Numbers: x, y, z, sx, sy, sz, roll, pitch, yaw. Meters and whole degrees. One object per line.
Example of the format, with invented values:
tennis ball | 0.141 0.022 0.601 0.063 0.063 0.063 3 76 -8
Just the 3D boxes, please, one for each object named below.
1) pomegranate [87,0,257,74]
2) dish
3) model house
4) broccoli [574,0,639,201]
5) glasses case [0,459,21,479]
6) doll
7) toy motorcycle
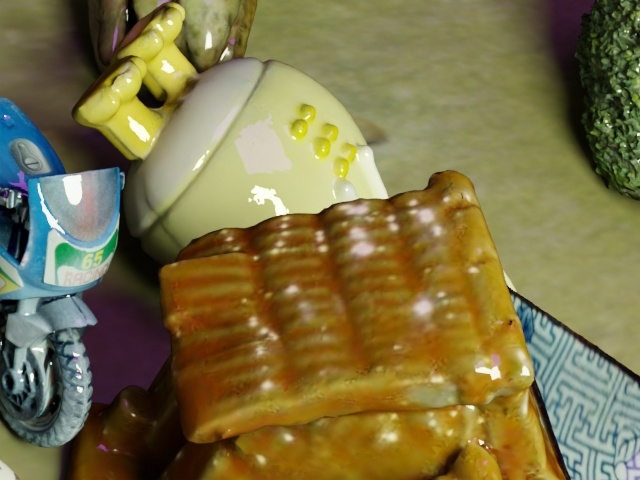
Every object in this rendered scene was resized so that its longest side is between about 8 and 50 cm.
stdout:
pomegranate | -0.073 -0.247 1.120 0.285 0.285 0.341 8 76 -32
dish | 0.142 0.158 0.945 0.182 0.080 0.243 33 29 -36
model house | 0.015 0.108 0.806 0.219 0.229 0.199 23 33 -15
broccoli | 0.330 -0.093 1.301 0.361 0.252 0.221 45 34 -31
glasses case | -0.236 0.078 0.767 0.266 0.067 0.103 31 39 -6
doll | 0.007 -0.007 1.004 0.296 0.117 0.141 31 40 -6
toy motorcycle | -0.162 -0.031 0.884 0.092 0.135 0.254 -11 57 -44
